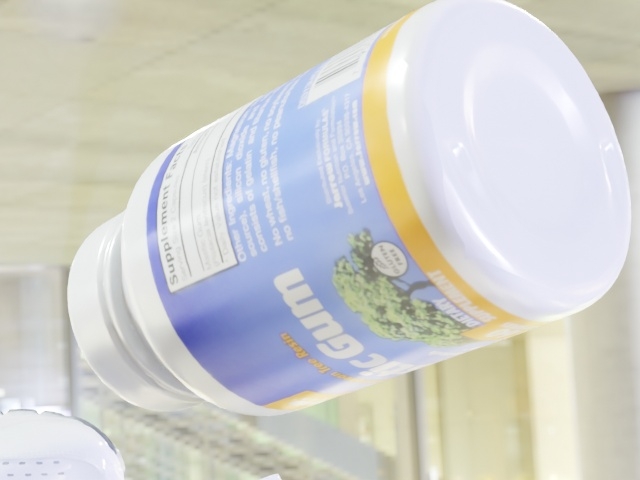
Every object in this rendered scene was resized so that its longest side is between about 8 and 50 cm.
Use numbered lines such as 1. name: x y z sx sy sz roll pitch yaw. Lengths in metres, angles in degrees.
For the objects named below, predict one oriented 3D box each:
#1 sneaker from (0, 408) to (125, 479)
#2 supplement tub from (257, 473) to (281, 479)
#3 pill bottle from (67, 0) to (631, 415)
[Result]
1. sneaker: -0.226 0.189 0.789 0.297 0.111 0.129 -30 -164 -10
2. supplement tub: -0.055 0.326 1.424 0.144 0.199 0.144 -22 170 -4
3. pill bottle: 0.000 0.000 0.770 0.152 0.152 0.272 5 158 -45
